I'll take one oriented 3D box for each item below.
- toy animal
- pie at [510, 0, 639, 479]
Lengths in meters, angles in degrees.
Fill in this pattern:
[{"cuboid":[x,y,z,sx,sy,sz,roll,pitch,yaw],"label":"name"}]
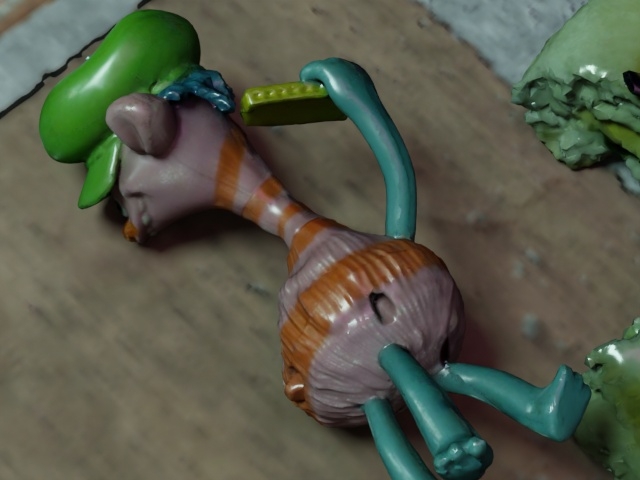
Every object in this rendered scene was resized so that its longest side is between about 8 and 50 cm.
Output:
[{"cuboid":[0.000,0.000,0.581,0.103,0.100,0.208,-49,67,12],"label":"toy animal"},{"cuboid":[0.219,-0.005,0.653,0.302,0.067,0.302,5,66,-11],"label":"pie"}]
